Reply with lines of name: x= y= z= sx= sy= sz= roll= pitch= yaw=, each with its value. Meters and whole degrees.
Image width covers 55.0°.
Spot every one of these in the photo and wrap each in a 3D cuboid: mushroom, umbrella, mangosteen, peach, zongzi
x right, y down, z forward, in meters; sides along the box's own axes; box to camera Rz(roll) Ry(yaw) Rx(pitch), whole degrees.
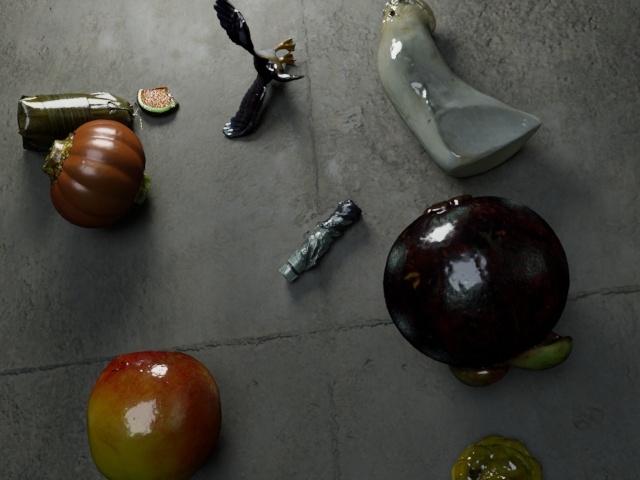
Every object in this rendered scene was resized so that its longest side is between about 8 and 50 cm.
mushroom: x=0.202 y=-0.290 z=1.119 sx=0.177 sy=0.126 sz=0.397 roll=-30 pitch=65 yaw=-5
umbrella: x=0.000 y=0.000 z=1.122 sx=0.188 sy=0.046 sz=0.050 roll=-44 pitch=22 yaw=-1
mangosteen: x=0.233 y=0.073 z=0.914 sx=0.288 sy=0.288 sz=0.288 roll=-5 pitch=71 yaw=16
peach: x=-0.277 y=0.293 z=1.027 sx=0.231 sy=0.231 sz=0.231 roll=-5 pitch=71 yaw=16
zongzi: x=-0.538 y=-0.253 z=1.370 sx=0.248 sy=0.241 sz=0.111 roll=-9 pitch=88 yaw=-25

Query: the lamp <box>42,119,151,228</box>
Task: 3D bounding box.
lamp: x=-0.442 y=-0.132 z=1.223 sx=0.223 sy=0.197 sz=0.223 roll=-36 pitch=41 yaw=40

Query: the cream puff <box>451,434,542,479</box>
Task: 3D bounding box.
cream puff: x=0.253 y=0.357 z=0.890 sx=0.146 sy=0.116 sz=0.146 roll=-5 pitch=73 yaw=18

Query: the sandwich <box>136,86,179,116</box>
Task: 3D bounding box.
sandwich: x=-0.357 y=-0.303 z=1.350 sx=0.101 sy=0.026 sz=0.069 roll=-3 pitch=67 yaw=13

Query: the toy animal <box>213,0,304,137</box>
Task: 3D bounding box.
toy animal: x=-0.103 y=-0.357 z=1.222 sx=0.197 sy=0.272 sz=0.160 roll=8 pitch=39 yaw=24
